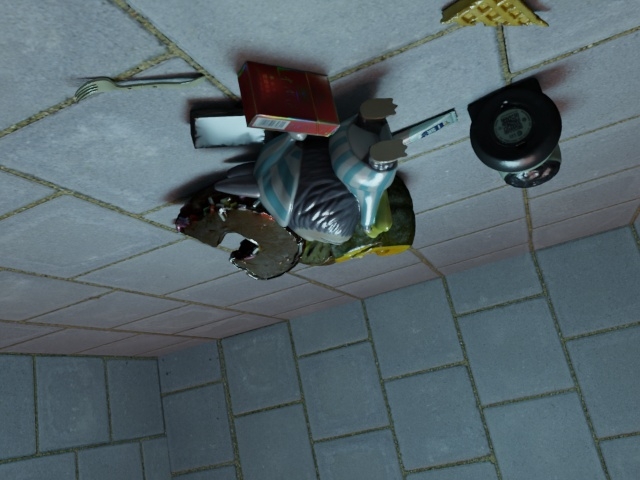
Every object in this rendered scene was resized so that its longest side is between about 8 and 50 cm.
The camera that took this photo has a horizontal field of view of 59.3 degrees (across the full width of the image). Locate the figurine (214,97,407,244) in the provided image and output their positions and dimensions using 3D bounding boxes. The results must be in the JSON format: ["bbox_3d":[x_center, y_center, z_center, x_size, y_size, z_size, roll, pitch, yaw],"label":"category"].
[{"bbox_3d":[-0.038,-0.123,1.216,0.377,0.266,0.361,-10,157,-9],"label":"figurine"}]

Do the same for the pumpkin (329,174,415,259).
[{"bbox_3d":[0.131,-0.064,1.602,0.303,0.226,0.256,-11,168,-23],"label":"pumpkin"}]

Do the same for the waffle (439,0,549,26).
[{"bbox_3d":[0.308,-0.384,0.989,0.125,0.032,0.191,-27,156,35],"label":"waffle"}]

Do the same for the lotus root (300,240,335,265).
[{"bbox_3d":[0.000,0.000,1.803,0.260,0.170,0.074,-15,160,31],"label":"lotus root"}]

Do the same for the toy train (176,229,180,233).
[{"bbox_3d":[-0.310,-0.045,1.625,0.207,0.047,0.043,-5,163,-19],"label":"toy train"}]

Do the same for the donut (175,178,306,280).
[{"bbox_3d":[-0.181,-0.041,1.459,0.345,0.136,0.259,30,133,-30],"label":"donut"}]

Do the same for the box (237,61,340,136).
[{"bbox_3d":[-0.056,-0.254,1.022,0.175,0.112,0.048,-2,159,-33],"label":"box"}]

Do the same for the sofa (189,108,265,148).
[{"bbox_3d":[-0.182,-0.235,1.112,0.147,0.060,0.085,-7,145,-16],"label":"sofa"}]

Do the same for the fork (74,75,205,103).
[{"bbox_3d":[-0.307,-0.269,0.964,0.219,0.028,0.034,-12,156,-14],"label":"fork"}]

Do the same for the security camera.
[{"bbox_3d":[0.481,-0.229,1.345,0.197,0.191,0.277,-21,162,23],"label":"security camera"}]

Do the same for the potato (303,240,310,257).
[{"bbox_3d":[-0.102,-0.016,1.692,0.169,0.144,0.248,-5,161,-13],"label":"potato"}]

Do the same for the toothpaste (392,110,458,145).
[{"bbox_3d":[0.228,-0.257,1.347,0.205,0.036,0.056,-22,162,16],"label":"toothpaste"}]
